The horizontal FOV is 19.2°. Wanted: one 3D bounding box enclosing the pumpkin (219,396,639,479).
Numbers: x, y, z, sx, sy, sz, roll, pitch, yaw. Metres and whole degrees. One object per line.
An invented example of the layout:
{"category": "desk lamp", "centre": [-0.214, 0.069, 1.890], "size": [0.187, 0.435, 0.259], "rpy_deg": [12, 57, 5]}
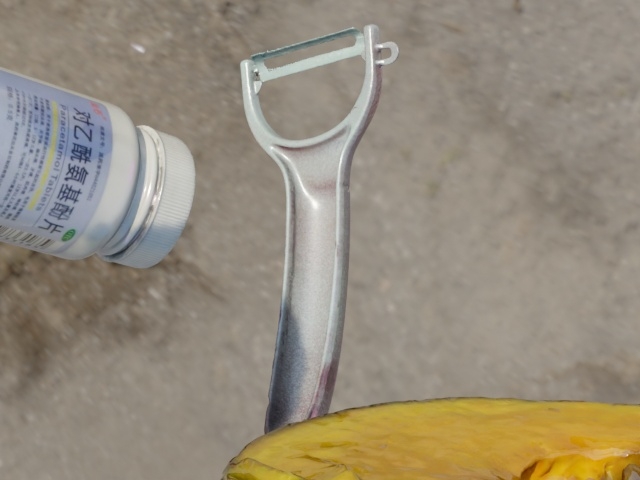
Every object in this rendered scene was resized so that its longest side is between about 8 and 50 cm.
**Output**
{"category": "pumpkin", "centre": [0.074, 0.186, 0.710], "size": [0.256, 0.303, 0.225], "rpy_deg": [3, 95, 19]}

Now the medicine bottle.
{"category": "medicine bottle", "centre": [-0.177, -0.047, 1.160], "size": [0.187, 0.103, 0.102], "rpy_deg": [18, 98, -34]}

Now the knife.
{"category": "knife", "centre": [0.001, 0.001, 1.209], "size": [0.053, 0.123, 0.278], "rpy_deg": [24, 60, -46]}
